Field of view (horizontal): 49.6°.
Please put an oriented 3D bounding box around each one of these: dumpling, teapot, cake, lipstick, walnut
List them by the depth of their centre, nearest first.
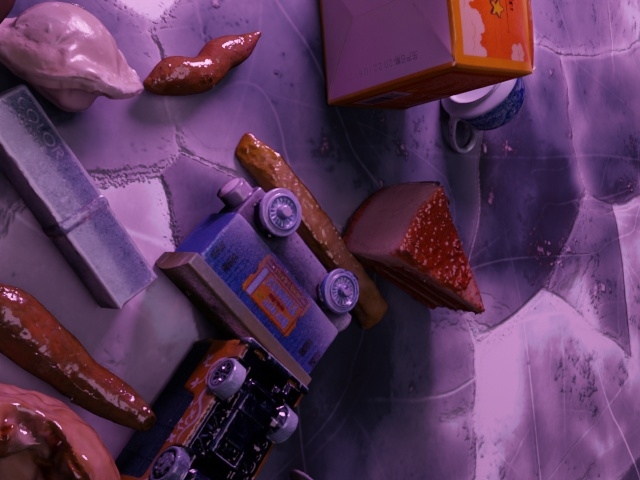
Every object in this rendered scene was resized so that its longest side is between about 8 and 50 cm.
[{"bbox_3d":[-0.313,0.257,0.768,0.141,0.204,0.238,-73,159,-60],"label":"walnut"},{"bbox_3d":[-0.309,-0.217,0.838,0.199,0.118,0.136,17,34,-23],"label":"dumpling"},{"bbox_3d":[-0.316,-0.050,0.855,0.077,0.076,0.289,-41,112,-31],"label":"lipstick"},{"bbox_3d":[0.157,0.050,1.178,0.160,0.158,0.262,-35,110,-30],"label":"cake"},{"bbox_3d":[0.327,-0.275,1.346,0.159,0.159,0.232,36,93,-32],"label":"teapot"}]

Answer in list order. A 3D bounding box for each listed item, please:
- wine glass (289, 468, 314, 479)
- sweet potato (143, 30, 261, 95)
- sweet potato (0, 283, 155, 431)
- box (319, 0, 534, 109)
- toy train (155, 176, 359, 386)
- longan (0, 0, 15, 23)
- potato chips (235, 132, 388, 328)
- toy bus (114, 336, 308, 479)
[{"bbox_3d":[-0.083,0.450,0.996,0.231,0.103,0.103,-40,111,-30],"label":"wine glass"},{"bbox_3d":[-0.162,-0.255,1.007,0.218,0.051,0.065,-35,106,-34],"label":"sweet potato"},{"bbox_3d":[-0.313,0.149,0.842,0.273,0.075,0.075,48,60,-20],"label":"sweet potato"},{"bbox_3d":[0.166,-0.368,1.127,0.214,0.283,0.259,-4,90,-40],"label":"box"},{"bbox_3d":[-0.076,0.063,1.007,0.299,0.131,0.202,52,61,-24],"label":"toy train"},{"bbox_3d":[-0.438,-0.303,0.687,0.215,0.246,0.246,-34,112,1],"label":"longan"},{"bbox_3d":[0.000,0.000,1.108,0.057,0.080,0.407,-45,114,-20],"label":"potato chips"},{"bbox_3d":[-0.160,0.271,0.905,0.138,0.167,0.275,47,58,-27],"label":"toy bus"}]
